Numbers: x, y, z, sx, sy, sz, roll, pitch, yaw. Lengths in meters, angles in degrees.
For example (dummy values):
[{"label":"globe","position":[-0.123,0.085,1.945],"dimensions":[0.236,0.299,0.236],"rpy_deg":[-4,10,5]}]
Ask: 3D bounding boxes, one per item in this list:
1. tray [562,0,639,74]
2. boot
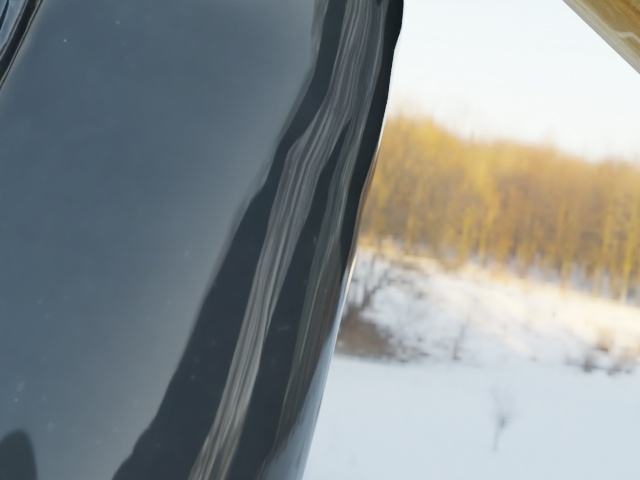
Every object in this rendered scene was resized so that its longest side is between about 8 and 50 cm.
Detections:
[{"label":"tray","position":[0.206,-0.131,0.693],"dimensions":[0.411,0.076,0.203],"rpy_deg":[45,-16,7]},{"label":"boot","position":[-0.002,0.000,0.410],"dimensions":[0.367,0.445,0.146],"rpy_deg":[12,-24,16]}]
